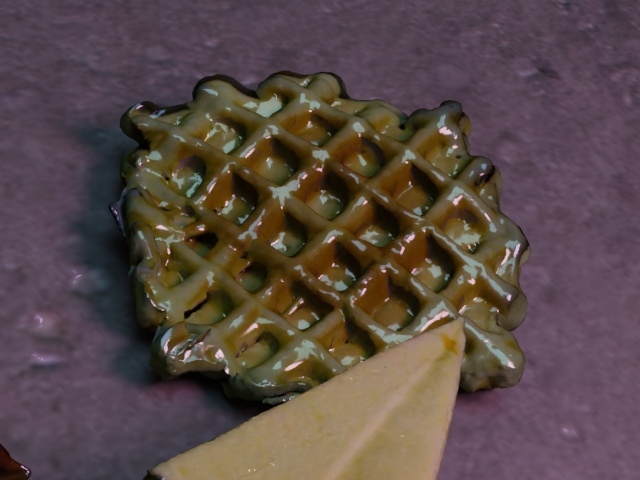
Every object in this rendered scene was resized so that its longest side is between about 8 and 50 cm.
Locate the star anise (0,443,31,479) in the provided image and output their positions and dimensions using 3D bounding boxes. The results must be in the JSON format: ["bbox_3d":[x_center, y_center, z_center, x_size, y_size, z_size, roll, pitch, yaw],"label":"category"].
[{"bbox_3d":[-0.260,0.143,0.877,0.220,0.125,0.190,-28,97,-48],"label":"star anise"}]

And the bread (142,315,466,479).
[{"bbox_3d":[0.027,0.177,0.913,0.264,0.168,0.163,-24,56,-38],"label":"bread"}]

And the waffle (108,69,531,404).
[{"bbox_3d":[0.000,0.000,1.177,0.297,0.073,0.317,-1,50,-11],"label":"waffle"}]
